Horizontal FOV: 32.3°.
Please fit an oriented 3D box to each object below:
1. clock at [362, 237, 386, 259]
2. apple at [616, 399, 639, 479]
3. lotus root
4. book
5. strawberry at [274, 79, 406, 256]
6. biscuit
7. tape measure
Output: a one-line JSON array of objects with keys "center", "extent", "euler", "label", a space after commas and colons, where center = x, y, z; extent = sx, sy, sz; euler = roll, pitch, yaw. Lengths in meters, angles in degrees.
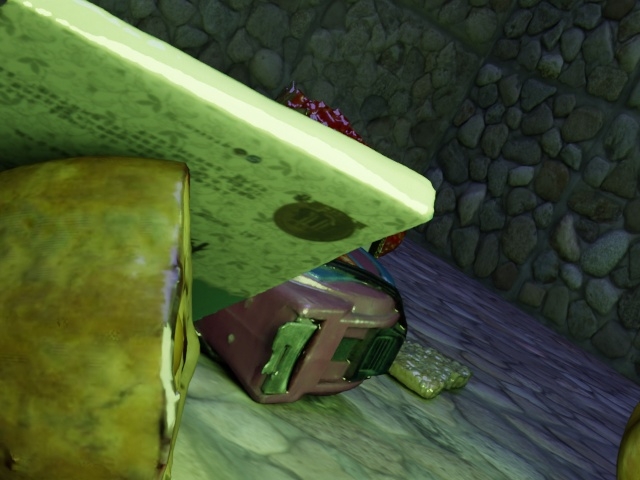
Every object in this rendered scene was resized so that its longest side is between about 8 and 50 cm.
[{"center": [0.000, 0.000, 1.531], "extent": [0.083, 0.186, 0.253], "euler": [20, 8, -22], "label": "clock"}, {"center": [0.458, 0.199, 0.976], "extent": [0.346, 0.391, 0.391], "euler": [31, 6, 11], "label": "apple"}, {"center": [-0.155, 0.060, 0.598], "extent": [0.180, 0.199, 0.188], "euler": [3, -32, -6], "label": "lotus root"}, {"center": [-0.148, -0.018, 0.704], "extent": [0.264, 0.031, 0.379], "euler": [25, -31, -29], "label": "book"}, {"center": [-0.025, -0.080, 1.970], "extent": [0.343, 0.292, 0.292], "euler": [51, -2, -19], "label": "strawberry"}, {"center": [0.122, 0.159, 1.451], "extent": [0.133, 0.032, 0.250], "euler": [29, 7, 18], "label": "biscuit"}, {"center": [-0.047, 0.057, 1.079], "extent": [0.231, 0.149, 0.245], "euler": [36, 17, 37], "label": "tape measure"}]
